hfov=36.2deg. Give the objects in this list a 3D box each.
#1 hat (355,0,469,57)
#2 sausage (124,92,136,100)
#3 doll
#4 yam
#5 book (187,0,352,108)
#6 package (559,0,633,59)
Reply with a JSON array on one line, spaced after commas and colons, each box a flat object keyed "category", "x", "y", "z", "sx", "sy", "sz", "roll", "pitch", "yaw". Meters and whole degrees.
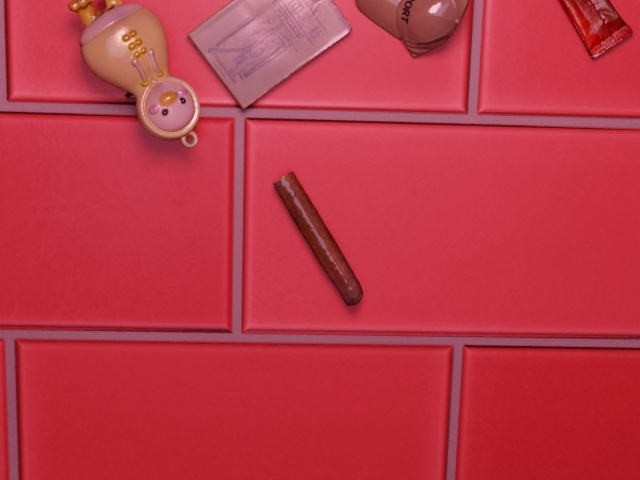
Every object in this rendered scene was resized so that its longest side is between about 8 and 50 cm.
[{"category": "hat", "x": 0.145, "y": -0.389, "z": 1.613, "sx": 0.175, "sy": 0.085, "sz": 0.147, "roll": 24, "pitch": 100, "yaw": -8}, {"category": "sausage", "x": -0.282, "y": -0.241, "z": 1.658, "sx": 0.100, "sy": 0.015, "sz": 0.015, "roll": 4, "pitch": 101, "yaw": -4}, {"category": "doll", "x": -0.287, "y": -0.278, "z": 1.589, "sx": 0.141, "sy": 0.117, "sz": 0.296, "roll": -39, "pitch": 95, "yaw": -22}, {"category": "yam", "x": 0.000, "y": 0.000, "z": 1.702, "sx": 0.046, "sy": 0.046, "sz": 0.264, "roll": -31, "pitch": 101, "yaw": 3}, {"category": "book", "x": -0.084, "y": -0.348, "z": 1.641, "sx": 0.231, "sy": 0.026, "sz": 0.161, "roll": -36, "pitch": 100, "yaw": 4}, {"category": "package", "x": 0.442, "y": -0.411, "z": 1.655, "sx": 0.083, "sy": 0.022, "sz": 0.200, "roll": -35, "pitch": 100, "yaw": 3}]
